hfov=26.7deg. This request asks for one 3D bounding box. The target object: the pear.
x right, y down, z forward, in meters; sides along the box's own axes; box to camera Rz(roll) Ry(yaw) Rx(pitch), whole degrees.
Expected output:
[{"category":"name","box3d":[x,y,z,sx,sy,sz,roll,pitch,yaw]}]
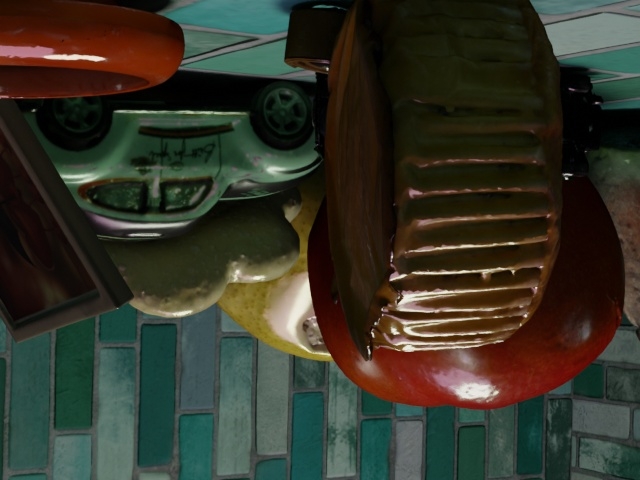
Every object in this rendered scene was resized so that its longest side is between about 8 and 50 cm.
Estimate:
[{"category":"pear","box3d":[0.000,0.000,1.433,0.271,0.271,0.271,1,179,0]}]

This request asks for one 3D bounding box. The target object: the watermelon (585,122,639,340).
[{"category":"watermelon","box3d":[0.372,0.030,1.303,0.387,0.258,0.228,26,-160,23]}]

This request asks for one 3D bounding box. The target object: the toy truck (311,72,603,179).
[{"category":"toy truck","box3d":[0.099,-0.086,0.970,0.121,0.088,0.259,0,180,42]}]

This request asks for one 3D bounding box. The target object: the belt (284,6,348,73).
[{"category":"belt","box3d":[0.010,-0.117,0.794,0.059,0.036,0.083,8,-178,25]}]

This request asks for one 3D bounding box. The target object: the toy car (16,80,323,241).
[{"category":"toy car","box3d":[-0.132,-0.062,1.101,0.306,0.125,0.136,0,174,-28]}]

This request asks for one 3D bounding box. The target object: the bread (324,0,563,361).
[{"category":"bread","box3d":[0.062,-0.037,0.695,0.104,0.199,0.199,-2,180,-8]}]

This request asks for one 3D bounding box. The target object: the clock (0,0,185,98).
[{"category":"clock","box3d":[-0.179,-0.113,0.760,0.205,0.051,0.205,0,180,0]}]

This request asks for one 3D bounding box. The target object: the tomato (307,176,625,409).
[{"category":"tomato","box3d":[0.117,0.017,1.198,0.298,0.226,0.298,-18,-162,6]}]

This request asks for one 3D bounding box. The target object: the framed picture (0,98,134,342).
[{"category":"framed picture","box3d":[-0.248,-0.026,1.039,0.020,0.211,0.289,-33,-173,-26]}]

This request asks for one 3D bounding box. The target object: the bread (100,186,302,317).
[{"category":"bread","box3d":[-0.164,-0.036,1.232,0.316,0.054,0.316,5,-147,-3]}]

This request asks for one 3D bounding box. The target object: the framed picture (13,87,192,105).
[{"category":"framed picture","box3d":[-0.234,-0.125,1.198,0.150,0.015,0.203,2,178,-44]}]
